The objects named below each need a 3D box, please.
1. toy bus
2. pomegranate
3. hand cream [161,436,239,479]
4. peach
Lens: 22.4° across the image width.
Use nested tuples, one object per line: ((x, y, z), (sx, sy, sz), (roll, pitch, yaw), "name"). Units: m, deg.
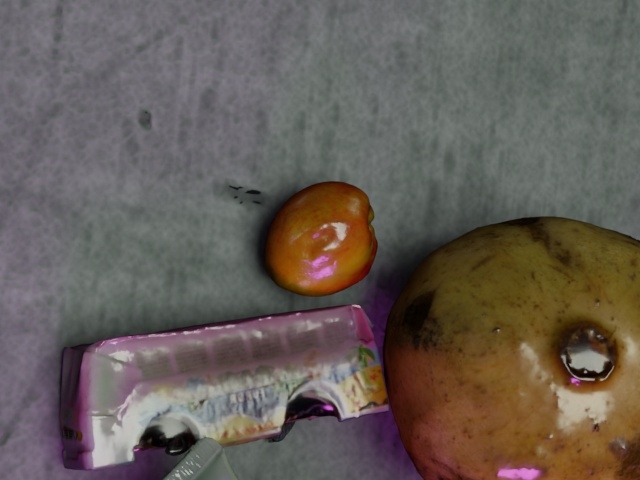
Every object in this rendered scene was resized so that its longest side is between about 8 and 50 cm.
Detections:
((-0.084, 0.125, 1.357), (0.274, 0.090, 0.112), (-7, 88, -25), "toy bus")
((0.193, 0.111, 1.399), (0.281, 0.281, 0.281), (0, 91, -26), "pomegranate")
((-0.042, 0.325, 1.317), (0.124, 0.078, 0.340), (-44, 111, -28), "hand cream")
((-0.001, -0.001, 1.394), (0.101, 0.101, 0.101), (0, 91, -26), "peach")
